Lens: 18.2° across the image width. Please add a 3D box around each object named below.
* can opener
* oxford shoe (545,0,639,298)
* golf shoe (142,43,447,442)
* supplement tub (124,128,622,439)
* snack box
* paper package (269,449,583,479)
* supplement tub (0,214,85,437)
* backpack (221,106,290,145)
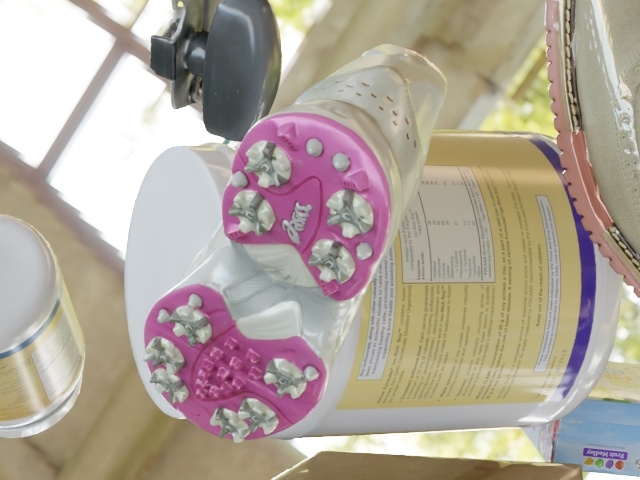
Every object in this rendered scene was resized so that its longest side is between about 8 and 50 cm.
[{"bbox_3d":[-0.060,-0.197,1.227,0.093,0.280,0.074,18,-141,22],"label":"can opener"},{"bbox_3d":[0.254,0.001,1.111,0.140,0.146,0.397,-28,-85,-34],"label":"oxford shoe"},{"bbox_3d":[-0.009,0.007,1.154,0.115,0.306,0.140,36,-131,2],"label":"golf shoe"},{"bbox_3d":[0.039,0.031,1.543,0.331,0.241,0.241,1,-150,-27],"label":"supplement tub"},{"bbox_3d":[0.269,0.153,1.723,0.174,0.070,0.207,7,-172,-4],"label":"snack box"},{"bbox_3d":[0.019,0.302,1.551,0.309,0.168,0.325,-2,-165,43],"label":"paper package"},{"bbox_3d":[-0.296,0.083,1.834,0.144,0.144,0.200,41,159,25],"label":"supplement tub"},{"bbox_3d":[0.000,0.000,1.797,0.191,0.254,0.225,-16,-175,-30],"label":"backpack"}]
